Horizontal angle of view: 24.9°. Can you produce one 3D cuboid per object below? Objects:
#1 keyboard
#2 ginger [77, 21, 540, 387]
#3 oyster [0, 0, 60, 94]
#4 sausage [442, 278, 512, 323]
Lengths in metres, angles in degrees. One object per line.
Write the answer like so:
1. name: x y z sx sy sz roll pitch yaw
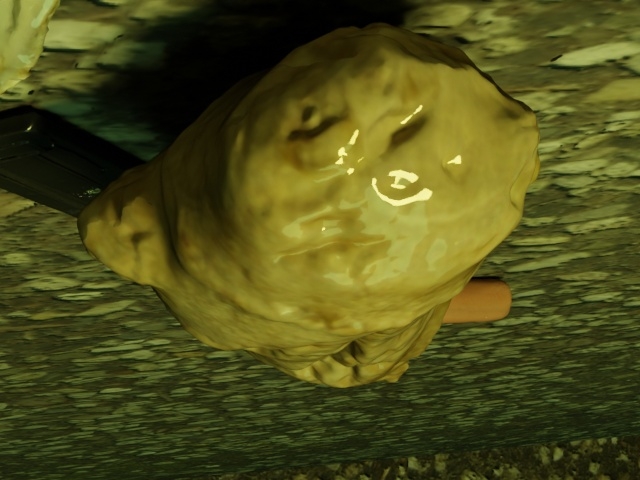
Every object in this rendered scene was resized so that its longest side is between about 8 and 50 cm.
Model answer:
1. keyboard: -0.117 -0.029 0.719 0.061 0.013 0.204 -11 167 17
2. ginger: 0.000 0.000 0.662 0.190 0.126 0.354 -13 165 1
3. oyster: -0.117 -0.078 0.442 0.122 0.045 0.146 -7 160 12
4. sausage: 0.109 0.047 1.115 0.083 0.034 0.034 0 165 -26
